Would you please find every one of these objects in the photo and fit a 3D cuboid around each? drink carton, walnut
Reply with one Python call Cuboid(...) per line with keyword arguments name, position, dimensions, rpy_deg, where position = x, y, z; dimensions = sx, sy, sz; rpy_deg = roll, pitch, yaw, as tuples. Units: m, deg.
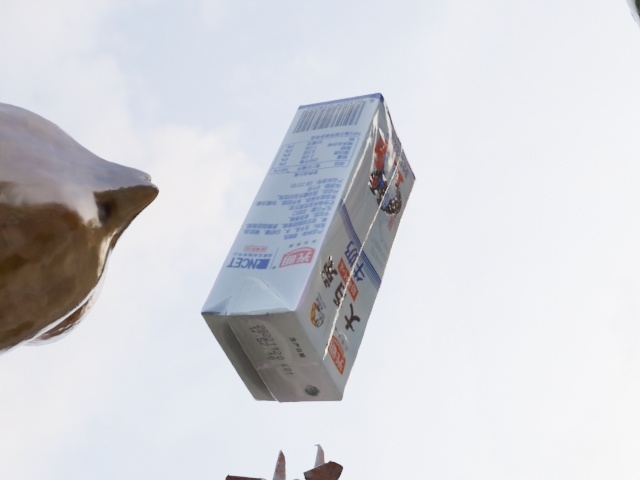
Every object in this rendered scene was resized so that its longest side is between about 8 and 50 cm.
Cuboid(name="drink carton", position=(0.000, 0.000, 1.032), dimensions=(0.107, 0.315, 0.130), rpy_deg=(-6, -49, 27))
Cuboid(name="walnut", position=(-0.273, -0.002, 0.683), dimensions=(0.336, 0.209, 0.209), rpy_deg=(-13, -46, -6))

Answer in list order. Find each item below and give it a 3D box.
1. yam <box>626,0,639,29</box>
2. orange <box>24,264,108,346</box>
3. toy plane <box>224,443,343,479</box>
Cuboid(name="yam", position=(0.313, -0.142, 0.720), dimensions=(0.168, 0.168, 0.304), rpy_deg=(-27, -76, 3))
Cuboid(name="orange", position=(-0.319, 0.007, 1.038), dimensions=(0.224, 0.170, 0.224), rpy_deg=(19, -20, 7))
Cuboid(name="toy plane", position=(0.011, 0.388, 1.275), dimensions=(0.223, 0.104, 0.326), rpy_deg=(-13, -63, 20))
